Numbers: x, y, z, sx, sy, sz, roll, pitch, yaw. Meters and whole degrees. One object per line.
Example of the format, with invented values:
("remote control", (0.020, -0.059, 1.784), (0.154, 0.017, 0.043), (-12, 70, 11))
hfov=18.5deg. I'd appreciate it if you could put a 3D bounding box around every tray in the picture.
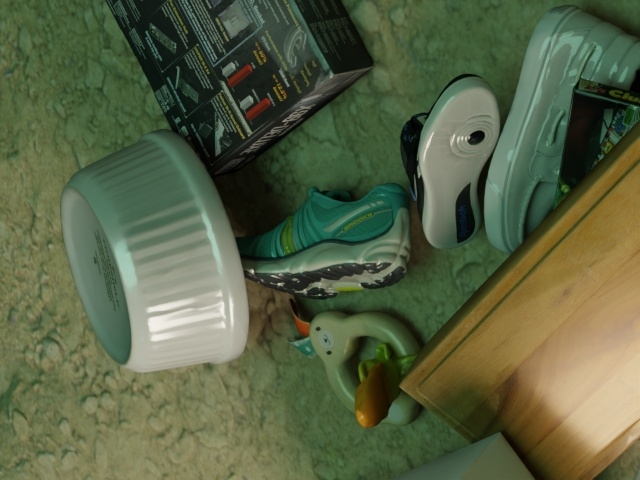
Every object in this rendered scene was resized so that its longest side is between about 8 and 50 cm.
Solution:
("tray", (0.266, 0.072, 1.830), (0.203, 0.076, 0.411), (38, 132, -1))

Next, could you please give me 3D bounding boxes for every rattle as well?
("rattle", (0.006, 0.136, 2.097), (0.200, 0.143, 0.130), (30, 138, 24))

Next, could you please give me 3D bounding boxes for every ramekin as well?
("ramekin", (-0.191, 0.021, 2.165), (0.273, 0.127, 0.273), (52, 151, 44))

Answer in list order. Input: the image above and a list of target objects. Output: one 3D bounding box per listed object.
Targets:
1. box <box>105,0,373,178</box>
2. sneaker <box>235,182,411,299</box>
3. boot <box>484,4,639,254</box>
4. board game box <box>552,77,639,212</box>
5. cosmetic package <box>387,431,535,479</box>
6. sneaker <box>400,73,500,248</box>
("box", (-0.108, -0.256, 2.124), (0.242, 0.076, 0.307), (-36, 78, 40))
("sneaker", (0.000, 0.000, 2.105), (0.275, 0.107, 0.110), (-9, 66, 46))
("boot", (0.241, -0.085, 1.862), (0.123, 0.095, 0.258), (28, 121, 32))
("board game box", (0.282, -0.020, 1.823), (0.136, 0.030, 0.259), (16, 128, 14))
("cosmetic package", (0.125, 0.383, 2.020), (0.284, 0.097, 0.377), (52, 137, -7))
("sneaker", (0.116, -0.104, 1.932), (0.217, 0.079, 0.121), (95, 161, -46))
